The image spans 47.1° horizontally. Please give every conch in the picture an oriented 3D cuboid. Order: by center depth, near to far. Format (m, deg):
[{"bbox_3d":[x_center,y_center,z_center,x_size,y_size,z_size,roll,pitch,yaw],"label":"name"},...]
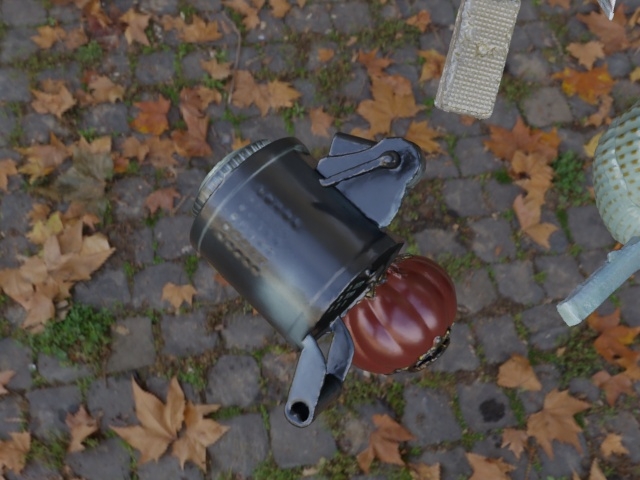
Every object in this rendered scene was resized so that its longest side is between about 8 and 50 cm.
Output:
[{"bbox_3d":[0.642,-0.157,1.416,0.215,0.303,0.319,43,78,-9],"label":"conch"}]

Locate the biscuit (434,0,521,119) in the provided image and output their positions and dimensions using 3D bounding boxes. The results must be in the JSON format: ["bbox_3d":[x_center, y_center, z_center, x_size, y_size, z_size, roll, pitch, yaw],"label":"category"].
[{"bbox_3d":[0.292,-0.351,1.369,0.108,0.062,0.239,11,100,-10],"label":"biscuit"}]

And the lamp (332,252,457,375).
[{"bbox_3d":[0.121,0.118,1.239,0.227,0.227,0.227,4,61,-6],"label":"lamp"}]

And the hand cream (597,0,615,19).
[{"bbox_3d":[0.316,-0.347,0.774,0.038,0.216,0.052,18,44,30],"label":"hand cream"}]

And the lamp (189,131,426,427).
[{"bbox_3d":[-0.042,0.008,0.969,0.272,0.205,0.374,25,99,15],"label":"lamp"}]

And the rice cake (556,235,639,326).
[{"bbox_3d":[0.360,0.044,0.926,0.180,0.030,0.042,-34,87,-27],"label":"rice cake"}]
